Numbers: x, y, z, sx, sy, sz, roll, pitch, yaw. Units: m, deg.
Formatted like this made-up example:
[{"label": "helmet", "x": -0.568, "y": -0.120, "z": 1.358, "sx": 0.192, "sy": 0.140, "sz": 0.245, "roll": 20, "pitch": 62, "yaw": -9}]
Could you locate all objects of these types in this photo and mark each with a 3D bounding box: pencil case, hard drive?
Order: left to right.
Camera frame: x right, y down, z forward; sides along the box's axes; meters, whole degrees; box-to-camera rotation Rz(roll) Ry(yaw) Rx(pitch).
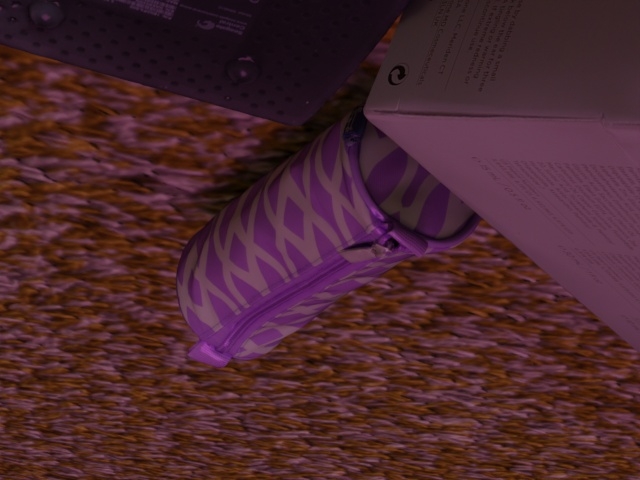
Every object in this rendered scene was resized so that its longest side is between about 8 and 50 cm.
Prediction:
[{"label": "hard drive", "x": -0.037, "y": -0.136, "z": 0.459, "sx": 0.172, "sy": 0.054, "sz": 0.254, "roll": 14, "pitch": 152, "yaw": -14}, {"label": "pencil case", "x": 0.000, "y": 0.000, "z": 0.678, "sx": 0.086, "sy": 0.088, "sz": 0.206, "roll": 22, "pitch": 150, "yaw": -23}]

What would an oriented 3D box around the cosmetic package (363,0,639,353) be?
[{"label": "cosmetic package", "x": 0.241, "y": 0.006, "z": 0.538, "sx": 0.284, "sy": 0.097, "sz": 0.377, "roll": 11, "pitch": 162, "yaw": 44}]
